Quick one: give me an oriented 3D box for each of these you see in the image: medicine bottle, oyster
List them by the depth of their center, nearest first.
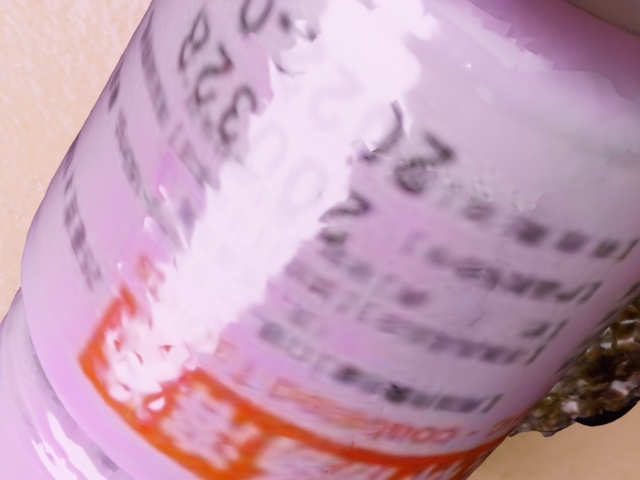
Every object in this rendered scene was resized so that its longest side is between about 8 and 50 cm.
[{"bbox_3d":[0.000,0.000,0.690,0.219,0.219,0.388,33,127,-5],"label":"medicine bottle"},{"bbox_3d":[0.132,0.039,0.779,0.177,0.056,0.105,-24,120,27],"label":"oyster"}]
